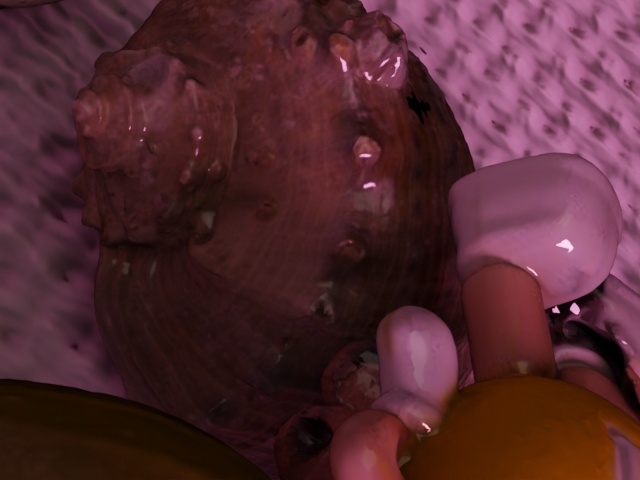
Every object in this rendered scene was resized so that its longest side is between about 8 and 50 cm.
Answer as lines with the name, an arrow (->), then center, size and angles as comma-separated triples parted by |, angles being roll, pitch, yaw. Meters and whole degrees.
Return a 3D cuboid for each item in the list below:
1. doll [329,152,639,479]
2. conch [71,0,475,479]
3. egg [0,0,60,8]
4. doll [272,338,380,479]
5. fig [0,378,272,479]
doll -> 0.127, 0.156, 0.808 | 0.348, 0.161, 0.423 | 14, 55, -43
conch -> 0.006, -0.002, 0.982 | 0.352, 0.210, 0.297 | 16, 80, -19
egg -> -0.212, -0.225, 0.961 | 0.228, 0.177, 0.177 | 25, 61, -30
doll -> 0.063, 0.196, 0.944 | 0.201, 0.156, 0.303 | -44, 107, -28
fig -> -0.158, 0.198, 0.763 | 0.316, 0.316, 0.316 | 10, 67, -24
